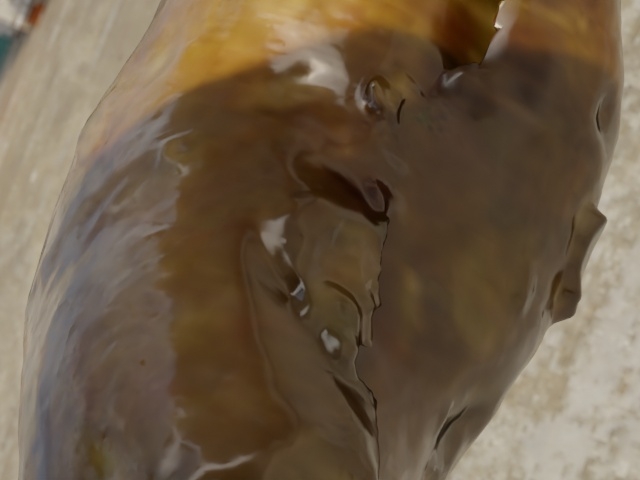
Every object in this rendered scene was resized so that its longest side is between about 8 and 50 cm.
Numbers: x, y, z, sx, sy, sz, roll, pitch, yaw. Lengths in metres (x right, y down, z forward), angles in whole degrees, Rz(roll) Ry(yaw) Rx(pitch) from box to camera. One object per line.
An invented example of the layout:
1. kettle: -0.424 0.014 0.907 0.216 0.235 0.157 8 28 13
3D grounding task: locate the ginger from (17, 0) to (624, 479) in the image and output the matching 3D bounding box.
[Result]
1. ginger: 0.000 0.000 0.464 0.172 0.165 0.321 -46 18 54
